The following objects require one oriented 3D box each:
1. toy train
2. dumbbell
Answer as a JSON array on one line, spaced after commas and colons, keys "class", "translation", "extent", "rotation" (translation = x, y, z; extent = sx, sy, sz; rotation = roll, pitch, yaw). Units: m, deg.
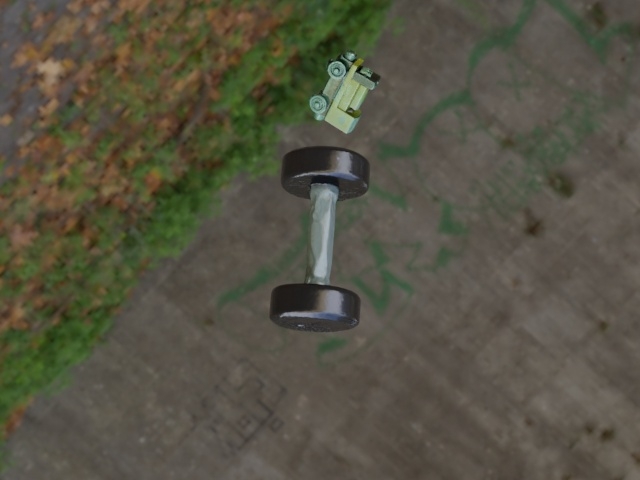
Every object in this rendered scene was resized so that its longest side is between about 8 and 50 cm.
[{"class": "toy train", "translation": [0.035, -0.221, 1.749], "extent": [0.122, 0.081, 0.050], "rotation": [-60, 173, 31]}, {"class": "dumbbell", "translation": [0.000, 0.000, 1.288], "extent": [0.100, 0.100, 0.191], "rotation": [129, -34, -74]}]
